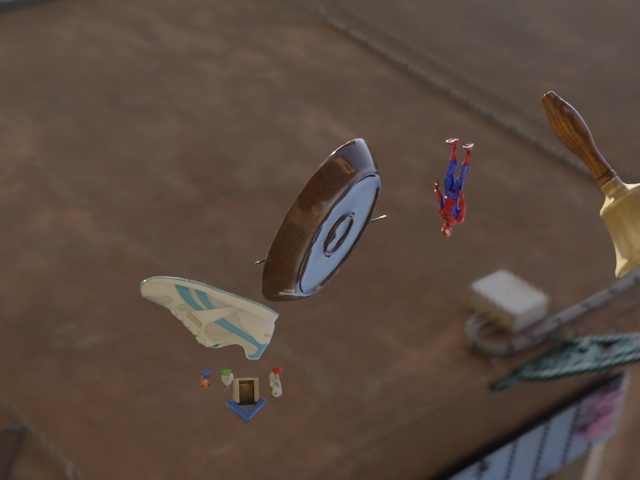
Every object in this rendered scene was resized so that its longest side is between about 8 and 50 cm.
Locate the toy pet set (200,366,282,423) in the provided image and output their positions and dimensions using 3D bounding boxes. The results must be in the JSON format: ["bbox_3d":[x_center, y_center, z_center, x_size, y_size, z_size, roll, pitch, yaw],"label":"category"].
[{"bbox_3d":[-0.119,0.235,2.181,0.114,0.122,0.065,109,-21,-73],"label":"toy pet set"}]

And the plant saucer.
[{"bbox_3d":[0.007,-0.011,1.300,0.029,0.168,0.168,32,-46,16],"label":"plant saucer"}]

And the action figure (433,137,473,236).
[{"bbox_3d":[0.152,-0.058,1.676,0.038,0.030,0.115,18,-63,30],"label":"action figure"}]

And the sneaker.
[{"bbox_3d":[-0.186,0.119,2.310,0.228,0.087,0.092,18,-96,11],"label":"sneaker"}]

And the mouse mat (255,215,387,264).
[{"bbox_3d":[0.000,0.000,2.349,0.152,0.189,0.007,-22,-91,62],"label":"mouse mat"}]

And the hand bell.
[{"bbox_3d":[0.352,-0.084,1.819,0.242,0.126,0.126,55,-37,9],"label":"hand bell"}]
